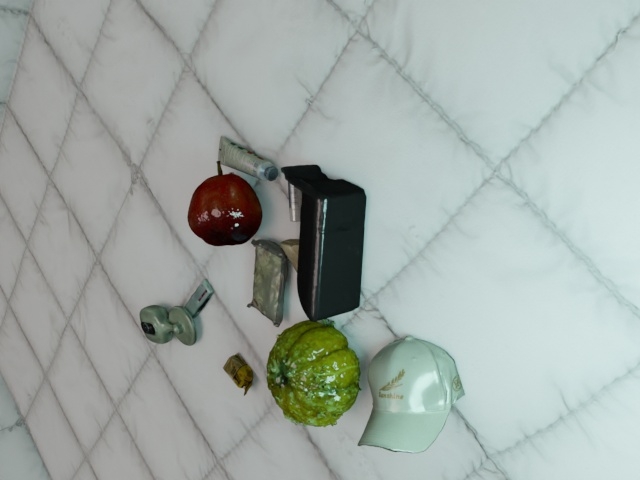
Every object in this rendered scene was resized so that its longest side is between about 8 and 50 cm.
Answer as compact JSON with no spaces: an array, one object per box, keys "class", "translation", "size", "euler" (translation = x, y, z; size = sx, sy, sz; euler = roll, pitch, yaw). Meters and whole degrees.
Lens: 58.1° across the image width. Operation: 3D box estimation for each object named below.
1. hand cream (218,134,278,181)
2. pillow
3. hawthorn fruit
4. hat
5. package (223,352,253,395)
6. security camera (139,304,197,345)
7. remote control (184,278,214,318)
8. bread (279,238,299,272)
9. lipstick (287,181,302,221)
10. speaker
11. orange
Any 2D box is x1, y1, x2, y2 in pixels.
[{"class":"hand cream","translation":[-0.233,-0.244,1.775],"size":[0.276,0.059,0.096],"euler":[29,118,38]},{"class":"pillow","translation":[-0.157,0.123,1.780],"size":[0.169,0.059,0.255],"euler":[22,114,36]},{"class":"hawthorn fruit","translation":[-0.294,-0.116,1.752],"size":[0.230,0.210,0.266],"euler":[-13,86,38]},{"class":"hat","translation":[0.183,0.382,1.422],"size":[0.257,0.301,0.168],"euler":[-12,113,40]},{"class":"package","translation":[-0.269,0.453,1.950],"size":[0.131,0.047,0.071],"euler":[44,121,23]},{"class":"security camera","translation":[-0.569,0.319,2.144],"size":[0.301,0.080,0.157],"euler":[-1,106,42]},{"class":"remote control","translation":[-0.435,0.212,2.052],"size":[0.065,0.029,0.166],"euler":[54,127,20]},{"class":"bread","translation":[-0.047,0.070,1.661],"size":[0.105,0.077,0.152],"euler":[0,102,45]},{"class":"lipstick","translation":[-0.073,-0.127,1.668],"size":[0.040,0.040,0.141],"euler":[5,103,40]},{"class":"speaker","translation":[0.000,0.000,1.552],"size":[0.184,0.180,0.389],"euler":[16,108,44]},{"class":"orange","translation":[-0.037,0.378,1.626],"size":[0.300,0.223,0.301],"euler":[54,128,25]}]
